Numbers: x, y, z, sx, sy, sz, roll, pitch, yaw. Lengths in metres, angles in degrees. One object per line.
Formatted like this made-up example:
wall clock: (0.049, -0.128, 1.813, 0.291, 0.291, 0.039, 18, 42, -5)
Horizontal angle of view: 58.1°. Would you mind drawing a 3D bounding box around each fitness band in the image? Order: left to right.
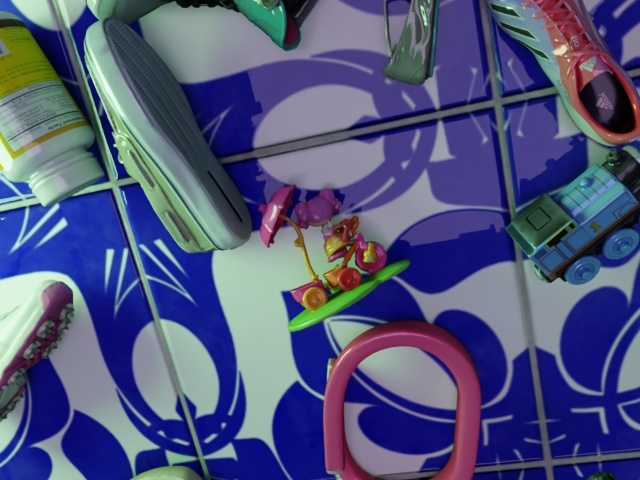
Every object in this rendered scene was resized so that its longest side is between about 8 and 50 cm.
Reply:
fitness band: (0.109, 0.245, 0.783, 0.209, 0.054, 0.290, 2, 108, 8)

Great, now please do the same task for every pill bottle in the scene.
pill bottle: (-0.358, -0.153, 0.697, 0.117, 0.117, 0.215, -27, 101, 15)

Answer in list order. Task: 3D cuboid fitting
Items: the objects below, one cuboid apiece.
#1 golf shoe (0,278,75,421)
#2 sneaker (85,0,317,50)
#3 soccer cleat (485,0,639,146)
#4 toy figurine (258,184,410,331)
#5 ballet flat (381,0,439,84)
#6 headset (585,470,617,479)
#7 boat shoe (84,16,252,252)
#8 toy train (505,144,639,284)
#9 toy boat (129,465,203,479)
golf shoe: (-0.465, 0.155, 0.811, 0.140, 0.115, 0.306, 40, 107, -1)
sneaker: (-0.099, -0.275, 0.626, 0.296, 0.124, 0.178, -30, 91, 14)
soccer cleat: (0.259, -0.205, 0.604, 0.083, 0.095, 0.248, -35, 99, 16)
toy figurine: (0.000, 0.000, 0.706, 0.173, 0.130, 0.159, -28, 92, -7)
ballet flat: (0.105, -0.278, 0.618, 0.068, 0.072, 0.213, 11, 108, 9)
headset: (0.290, 0.438, 0.724, 0.243, 0.185, 0.394, 19, 124, 20)
boat shoe: (-0.190, -0.103, 0.676, 0.094, 0.109, 0.302, -19, 116, 19)
toy train: (0.306, -0.028, 0.646, 0.105, 0.080, 0.184, 36, 111, -31)
toy boat: (-0.184, 0.478, 0.846, 0.318, 0.148, 0.267, 18, 108, 3)
